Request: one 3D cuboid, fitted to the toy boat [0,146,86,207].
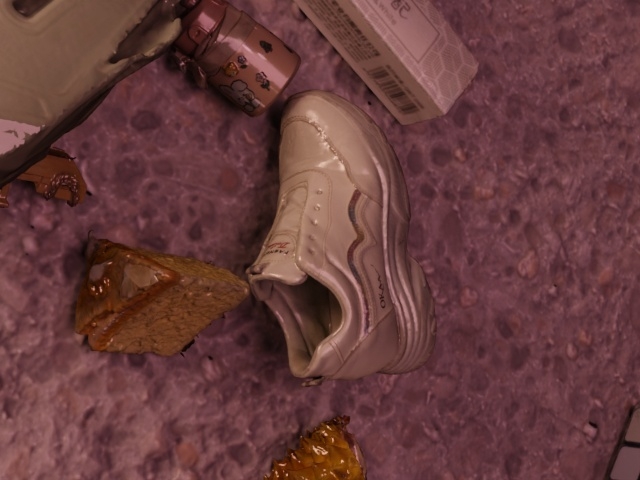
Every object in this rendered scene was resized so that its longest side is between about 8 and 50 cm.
[{"bbox_3d":[-0.337,-0.071,1.291,0.206,0.064,0.072,11,100,-28],"label":"toy boat"}]

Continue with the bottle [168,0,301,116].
[{"bbox_3d":[-0.106,-0.214,1.429,0.152,0.099,0.099,37,69,-18],"label":"bottle"}]

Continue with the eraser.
[{"bbox_3d":[0.021,-0.314,1.508,0.404,0.098,0.096,48,63,-22],"label":"eraser"}]

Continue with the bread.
[{"bbox_3d":[-0.166,0.061,1.342,0.147,0.152,0.127,12,82,-40],"label":"bread"}]

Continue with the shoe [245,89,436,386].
[{"bbox_3d":[0.000,0.000,1.414,0.210,0.132,0.342,-13,85,-47],"label":"shoe"}]

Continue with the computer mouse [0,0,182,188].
[{"bbox_3d":[-0.304,-0.194,1.256,0.228,0.145,0.429,44,56,-3],"label":"computer mouse"}]

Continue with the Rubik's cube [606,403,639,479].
[{"bbox_3d":[0.542,0.389,1.702,0.259,0.253,0.256,38,69,-26],"label":"Rubik's cube"}]

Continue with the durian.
[{"bbox_3d":[-0.007,0.365,1.426,0.196,0.185,0.305,-14,86,-8],"label":"durian"}]
